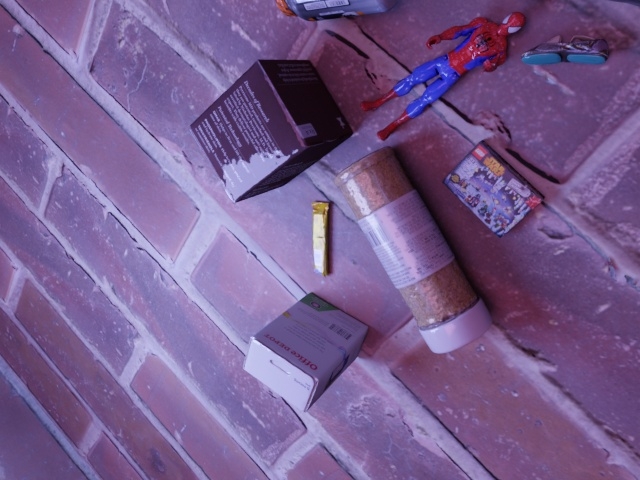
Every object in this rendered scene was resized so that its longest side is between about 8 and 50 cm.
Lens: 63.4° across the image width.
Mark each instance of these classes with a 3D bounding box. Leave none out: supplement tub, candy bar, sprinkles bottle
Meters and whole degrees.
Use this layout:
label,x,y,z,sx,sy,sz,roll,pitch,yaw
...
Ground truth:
label,x,y,z,sx,sy,sz,roll,pitch,yaw
supplement tub,0.024,-0.420,0.834,0.190,0.117,0.117,7,110,30
candy bar,0.000,0.000,1.055,0.040,0.018,0.161,11,113,32
sprinkles bottle,0.159,0.015,0.901,0.121,0.121,0.355,-30,90,35

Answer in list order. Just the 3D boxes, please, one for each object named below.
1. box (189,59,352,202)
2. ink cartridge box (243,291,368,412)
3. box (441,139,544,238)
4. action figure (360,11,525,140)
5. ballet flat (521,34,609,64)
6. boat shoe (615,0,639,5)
label,x,y,z,sx,sy,sz,roll,pitch,yaw
box,-0.090,-0.200,0.948,0.203,0.168,0.167,-31,88,35
ink cartridge box,-0.025,0.212,1.025,0.154,0.212,0.093,29,120,20
box,0.281,-0.084,0.849,0.137,0.027,0.094,46,123,10
action figure,0.177,-0.254,0.793,0.280,0.139,0.091,-31,91,33
ballet flat,0.350,-0.273,0.741,0.114,0.041,0.041,10,112,28
boat shoe,0.345,-0.345,0.669,0.335,0.112,0.096,14,109,23
